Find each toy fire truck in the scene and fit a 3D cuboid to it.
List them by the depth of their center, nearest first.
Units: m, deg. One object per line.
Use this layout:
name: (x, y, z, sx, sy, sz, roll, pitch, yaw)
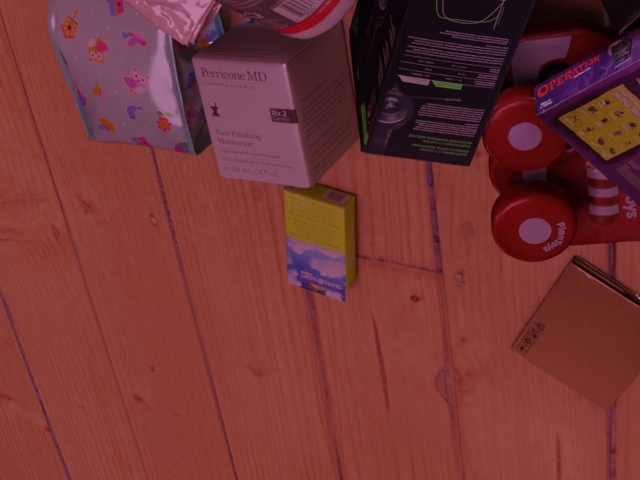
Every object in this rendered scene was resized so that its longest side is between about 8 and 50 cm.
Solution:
toy fire truck: (0.321, -0.120, 1.333, 0.254, 0.169, 0.302, -5, 123, 10)

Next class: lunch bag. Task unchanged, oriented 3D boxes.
lunch bag: (-0.249, -0.271, 1.595, 0.224, 0.160, 0.262, 9, 127, 31)

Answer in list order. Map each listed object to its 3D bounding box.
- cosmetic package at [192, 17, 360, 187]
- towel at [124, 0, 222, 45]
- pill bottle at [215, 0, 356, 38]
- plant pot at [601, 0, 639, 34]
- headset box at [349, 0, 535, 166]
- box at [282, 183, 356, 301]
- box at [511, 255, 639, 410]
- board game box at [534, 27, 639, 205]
cosmetic package: (-0.055, -0.191, 1.525, 0.151, 0.151, 0.183, 8, 126, 29)
towel: (-0.210, -0.463, 1.409, 0.332, 0.053, 0.317, 38, 109, 4)
pill bottle: (-0.105, -0.355, 1.239, 0.176, 0.176, 0.319, -17, 154, 42)
plant pot: (0.350, -0.338, 1.111, 0.167, 0.188, 0.187, 55, 138, 10)
headset box: (0.125, -0.256, 1.263, 0.131, 0.246, 0.283, 6, 135, -10)
box: (0.000, 0.000, 1.714, 0.109, 0.042, 0.178, 18, 132, 24)
box: (0.375, 0.133, 1.568, 0.164, 0.021, 0.201, 33, 135, 9)
board game box: (0.412, -0.105, 1.203, 0.208, 0.056, 0.347, -24, 136, 38)
